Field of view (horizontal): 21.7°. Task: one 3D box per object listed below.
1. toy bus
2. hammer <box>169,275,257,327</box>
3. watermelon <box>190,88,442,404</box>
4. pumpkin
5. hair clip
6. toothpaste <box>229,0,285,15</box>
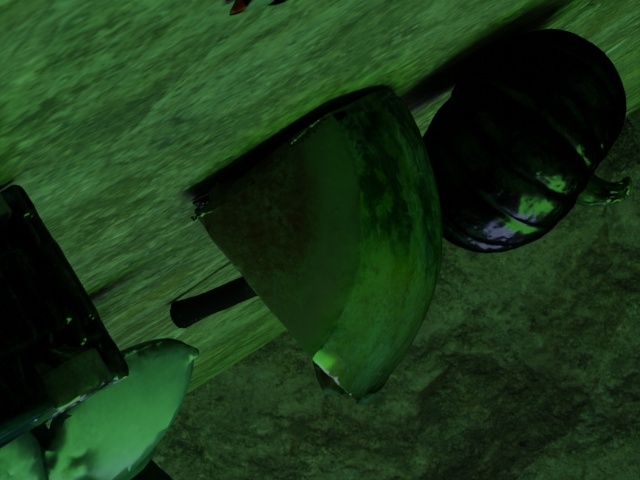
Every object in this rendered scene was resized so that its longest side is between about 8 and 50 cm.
[{"bbox_3d":[-0.193,0.059,0.702,0.133,0.116,0.234,-31,178,19],"label":"toy bus"},{"bbox_3d":[-0.038,0.026,1.587,0.246,0.103,0.029,-20,179,19],"label":"hammer"},{"bbox_3d":[0.000,0.000,1.236,0.180,0.224,0.305,12,177,1],"label":"watermelon"},{"bbox_3d":[0.153,-0.077,1.302,0.194,0.150,0.194,-24,-172,3],"label":"pumpkin"},{"bbox_3d":[-0.237,0.240,1.342,0.318,0.392,0.238,-32,-160,-27],"label":"hair clip"},{"bbox_3d":[0.004,-0.118,0.637,0.071,0.045,0.193,-23,180,-8],"label":"toothpaste"}]
